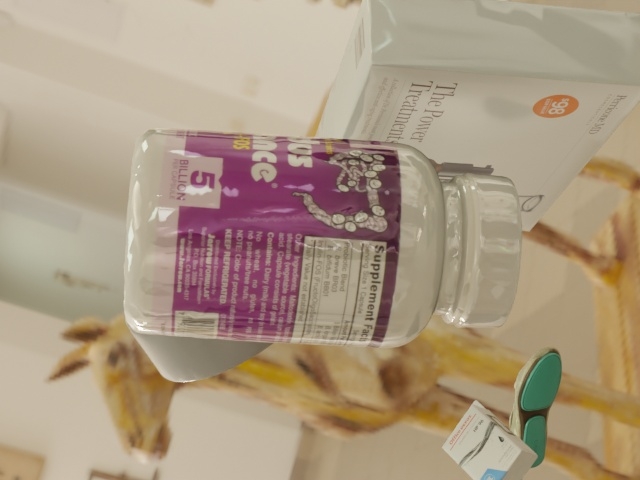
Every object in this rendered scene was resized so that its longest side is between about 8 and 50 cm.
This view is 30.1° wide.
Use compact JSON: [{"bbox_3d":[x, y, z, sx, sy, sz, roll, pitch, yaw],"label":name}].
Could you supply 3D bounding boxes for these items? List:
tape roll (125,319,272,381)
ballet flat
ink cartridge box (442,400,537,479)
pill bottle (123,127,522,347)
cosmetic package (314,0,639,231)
[{"bbox_3d":[-0.104,0.057,1.313,0.219,0.072,0.219,-27,23,12],"label":"tape roll"},{"bbox_3d":[0.248,0.195,1.426,0.052,0.057,0.168,-135,46,-57],"label":"ballet flat"},{"bbox_3d":[0.138,0.174,1.011,0.048,0.028,0.083,-56,45,8],"label":"ink cartridge box"},{"bbox_3d":[0.000,0.000,0.956,0.169,0.302,0.169,-177,90,-84],"label":"pill bottle"},{"bbox_3d":[0.154,-0.127,1.318,0.377,0.285,0.097,112,157,-66],"label":"cosmetic package"}]
